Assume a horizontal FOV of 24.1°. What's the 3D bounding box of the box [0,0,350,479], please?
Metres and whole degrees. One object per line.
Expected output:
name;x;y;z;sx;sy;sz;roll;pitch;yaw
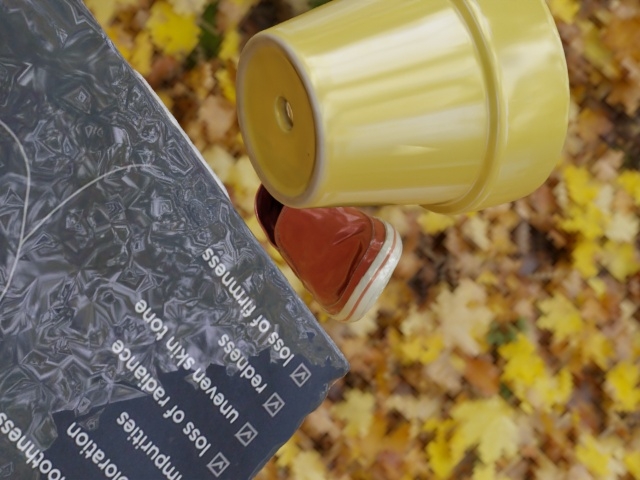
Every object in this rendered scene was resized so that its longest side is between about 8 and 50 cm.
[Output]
box;-0.318;0.071;1.008;0.297;0.472;0.480;15;-33;51

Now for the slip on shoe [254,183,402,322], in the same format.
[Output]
slip on shoe;0.000;0.000;1.652;0.101;0.123;0.331;28;9;-23

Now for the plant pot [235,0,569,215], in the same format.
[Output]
plant pot;0.062;-0.136;1.397;0.239;0.254;0.254;-14;55;-27
